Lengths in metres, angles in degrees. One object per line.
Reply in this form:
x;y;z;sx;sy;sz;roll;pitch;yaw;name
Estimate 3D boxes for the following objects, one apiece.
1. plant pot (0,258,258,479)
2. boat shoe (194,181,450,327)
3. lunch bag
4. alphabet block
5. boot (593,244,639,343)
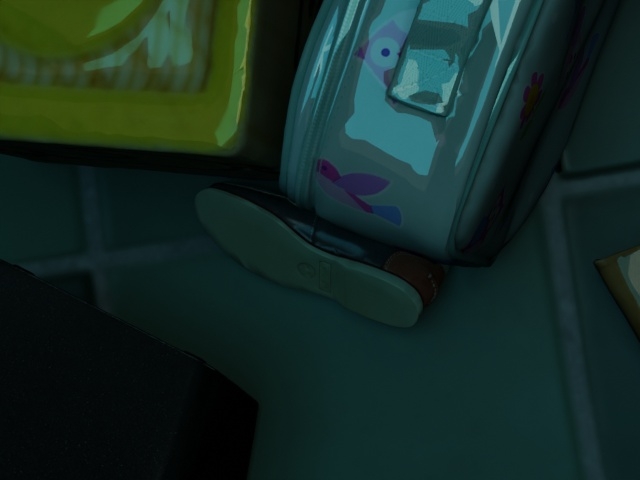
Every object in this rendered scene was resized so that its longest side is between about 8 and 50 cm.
-0.131;0.118;0.892;0.188;0.187;0.167;27;82;14;plant pot
0.000;0.000;0.928;0.137;0.049;0.043;23;51;16;boat shoe
0.076;-0.129;0.820;0.107;0.224;0.279;20;93;14;lunch bag
-0.090;-0.134;0.876;0.192;0.197;0.194;4;89;15;alphabet block
0.199;0.130;0.845;0.264;0.096;0.280;-26;81;12;boot
